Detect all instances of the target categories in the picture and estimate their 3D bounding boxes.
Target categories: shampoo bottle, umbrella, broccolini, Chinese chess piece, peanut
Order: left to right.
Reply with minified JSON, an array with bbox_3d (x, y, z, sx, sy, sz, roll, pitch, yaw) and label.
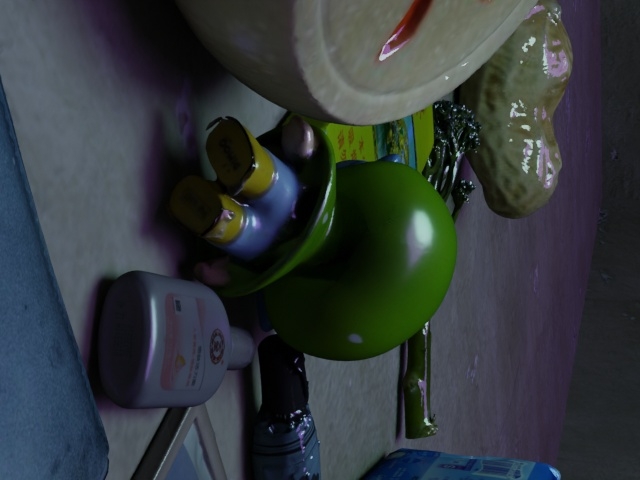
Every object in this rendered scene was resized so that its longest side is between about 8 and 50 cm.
[{"bbox_3d":[-0.085,0.065,0.715,0.165,0.040,0.080,22,68,-69],"label":"shampoo bottle"},{"bbox_3d":[-0.026,0.190,0.900,0.052,0.053,0.250,-62,150,-65],"label":"umbrella"},{"bbox_3d":[0.049,-0.234,0.696,0.338,0.140,0.338,-36,150,-26],"label":"Chinese chess piece"},{"bbox_3d":[0.140,0.035,1.315,0.079,0.074,0.392,-6,98,-64],"label":"broccolini"},{"bbox_3d":[0.255,-0.191,1.493,0.140,0.153,0.325,-12,99,-66],"label":"peanut"}]

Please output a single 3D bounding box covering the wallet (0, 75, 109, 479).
[{"bbox_3d":[-0.173,0.071,0.440,0.290,0.054,0.251,-59,149,-56],"label":"wallet"}]

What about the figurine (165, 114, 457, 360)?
[{"bbox_3d":[0.000,0.000,0.800,0.162,0.143,0.263,-59,145,3],"label":"figurine"}]

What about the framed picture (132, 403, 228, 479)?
[{"bbox_3d":[-0.094,0.274,0.768,0.213,0.016,0.289,-65,152,-47],"label":"framed picture"}]

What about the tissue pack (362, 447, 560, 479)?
[{"bbox_3d":[0.124,0.314,1.136,0.263,0.198,0.146,-21,112,-70],"label":"tissue pack"}]

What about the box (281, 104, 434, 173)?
[{"bbox_3d":[0.045,-0.095,1.057,0.335,0.047,0.187,-61,149,-52],"label":"box"}]
